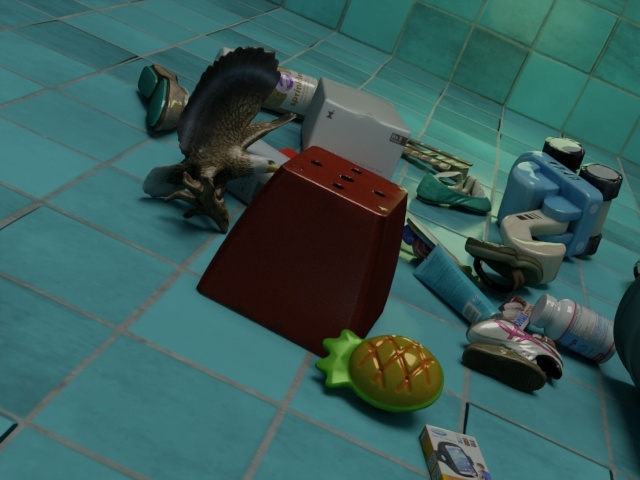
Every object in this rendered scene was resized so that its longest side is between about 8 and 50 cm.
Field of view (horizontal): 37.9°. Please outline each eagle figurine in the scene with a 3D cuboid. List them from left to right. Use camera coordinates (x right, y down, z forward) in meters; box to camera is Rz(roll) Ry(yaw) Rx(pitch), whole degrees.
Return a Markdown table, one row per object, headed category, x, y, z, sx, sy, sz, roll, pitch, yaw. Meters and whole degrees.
| category | x | y | z | sx | sy | sz | roll | pitch | yaw |
| --- | --- | --- | --- | --- | --- | --- | --- | --- | --- |
| eagle figurine | -0.164 | -0.173 | 1.689 | 0.225 | 0.226 | 0.298 | 27 | 61 | -28 |

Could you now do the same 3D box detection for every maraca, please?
| category | x | y | z | sx | sy | sz | roll | pitch | yaw |
| --- | --- | --- | --- | --- | --- | --- | --- | --- | --- |
| maraca | 0.087 | 0.187 | 1.348 | 0.186 | 0.099 | 0.127 | 14 | 44 | 7 |

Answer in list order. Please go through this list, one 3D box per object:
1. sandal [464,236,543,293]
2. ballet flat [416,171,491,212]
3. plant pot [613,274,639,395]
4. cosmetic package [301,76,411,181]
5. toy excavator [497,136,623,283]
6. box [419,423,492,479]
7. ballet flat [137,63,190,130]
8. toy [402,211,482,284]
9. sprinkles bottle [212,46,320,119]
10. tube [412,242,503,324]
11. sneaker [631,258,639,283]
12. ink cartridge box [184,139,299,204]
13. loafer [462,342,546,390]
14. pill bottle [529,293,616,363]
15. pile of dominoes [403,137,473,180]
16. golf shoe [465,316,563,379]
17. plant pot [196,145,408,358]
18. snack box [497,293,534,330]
| category | x | y | z | sx | sy | sz | roll | pitch | yaw |
| --- | --- | --- | --- | --- | --- | --- | --- | --- | --- |
| sandal | 0.362 | 0.060 | 1.896 | 0.120 | 0.086 | 0.303 | 9 | -6 | 32 |
| ballet flat | 0.351 | -0.125 | 2.330 | 0.247 | 0.087 | 0.083 | 8 | 26 | -34 |
| plant pot | 0.676 | 0.238 | 1.549 | 0.341 | 0.341 | 0.334 | 23 | 30 | 0 |
| cosmetic package | 0.076 | -0.269 | 2.253 | 0.217 | 0.156 | 0.385 | 20 | 17 | -6 |
| toy excavator | 0.531 | -0.056 | 2.255 | 0.445 | 0.222 | 0.433 | -7 | 35 | -29 |
| box | 0.185 | 0.301 | 1.277 | 0.081 | 0.028 | 0.136 | 17 | 25 | -14 |
| ballet flat | -0.333 | -0.316 | 2.078 | 0.106 | 0.107 | 0.316 | 21 | 22 | -26 |
| toy | 0.223 | 0.017 | 1.907 | 0.237 | 0.056 | 0.137 | 43 | 6 | 22 |
| sprinkles bottle | -0.111 | -0.400 | 2.458 | 0.355 | 0.121 | 0.121 | 15 | 24 | -21 |
| tube | 0.260 | 0.094 | 1.771 | 0.207 | 0.080 | 0.052 | 48 | 9 | 38 |
| sneaker | 0.797 | 0.115 | 2.201 | 0.126 | 0.127 | 0.321 | 32 | -2 | 6 |
| ink cartridge box | -0.052 | -0.146 | 1.981 | 0.308 | 0.091 | 0.385 | 34 | 25 | 24 |
| loafer | 0.314 | 0.207 | 1.579 | 0.148 | 0.056 | 0.050 | 24 | 28 | 1 |
| pill bottle | 0.488 | 0.166 | 1.789 | 0.160 | 0.087 | 0.087 | 26 | 22 | -4 |
| pile of dominoes | 0.291 | -0.231 | 2.611 | 0.251 | 0.040 | 0.196 | 26 | 21 | 30 |
| golf shoe | 0.345 | 0.190 | 1.633 | 0.186 | 0.067 | 0.086 | 18 | 24 | -14 |
| plant pot | 0.000 | 0.000 | 1.504 | 0.267 | 0.235 | 0.267 | 26 | 23 | 8 |
| snack box | 0.377 | 0.149 | 1.818 | 0.064 | 0.022 | 0.178 | 32 | 23 | 16 |
